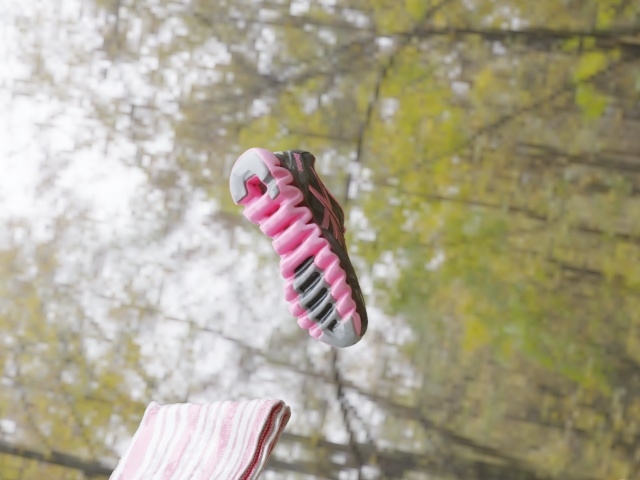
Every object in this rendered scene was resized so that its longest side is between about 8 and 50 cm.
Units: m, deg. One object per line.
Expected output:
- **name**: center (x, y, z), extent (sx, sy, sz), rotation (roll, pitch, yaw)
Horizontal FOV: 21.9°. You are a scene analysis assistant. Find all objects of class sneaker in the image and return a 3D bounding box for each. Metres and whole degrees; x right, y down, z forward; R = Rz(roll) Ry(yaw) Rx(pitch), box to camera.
- **sneaker**: center (0.000, 0.000, 0.900), extent (0.057, 0.047, 0.119), rotation (-16, -102, -50)

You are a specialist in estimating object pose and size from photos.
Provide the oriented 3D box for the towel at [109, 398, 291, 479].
- **towel**: center (-0.109, 0.176, 1.199), extent (0.029, 0.197, 0.144), rotation (41, -116, -25)
